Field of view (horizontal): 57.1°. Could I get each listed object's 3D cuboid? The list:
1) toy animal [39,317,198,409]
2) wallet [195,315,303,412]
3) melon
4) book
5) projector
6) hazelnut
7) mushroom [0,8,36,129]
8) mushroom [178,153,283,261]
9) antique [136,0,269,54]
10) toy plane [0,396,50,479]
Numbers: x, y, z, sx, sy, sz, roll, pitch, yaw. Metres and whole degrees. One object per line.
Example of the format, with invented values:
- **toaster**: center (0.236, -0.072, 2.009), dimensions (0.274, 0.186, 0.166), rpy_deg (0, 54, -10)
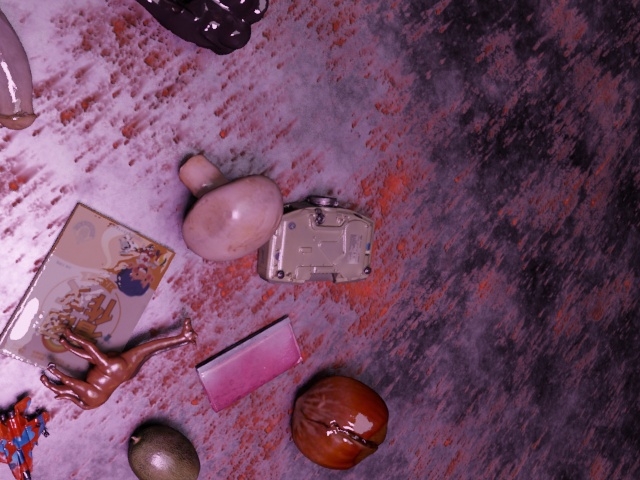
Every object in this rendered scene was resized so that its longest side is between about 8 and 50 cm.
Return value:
- **toy animal**: center (-0.367, 0.215, 1.092), dimensions (0.229, 0.066, 0.224), rpy_deg (29, 81, -23)
- **wallet**: center (-0.149, 0.270, 1.285), dimensions (0.232, 0.025, 0.119), rpy_deg (-27, 110, -27)
- **melon**: center (-0.308, 0.427, 1.155), dimensions (0.114, 0.114, 0.167), rpy_deg (-49, 119, -17)
- **book**: center (-0.427, 0.106, 1.091), dimensions (0.207, 0.020, 0.296), rpy_deg (32, 80, -32)
- **projector**: center (0.000, 0.000, 1.303), dimensions (0.269, 0.088, 0.194), rpy_deg (1, 100, -32)
- **hazelnut**: center (0.041, 0.416, 1.338), dimensions (0.212, 0.181, 0.181), rpy_deg (-57, 141, -1)
- **mushroom**: center (-0.530, -0.305, 0.920), dimensions (0.118, 0.103, 0.270), rpy_deg (-45, 123, -19)
- **mushroom**: center (-0.183, -0.055, 1.144), dimensions (0.206, 0.209, 0.206), rpy_deg (-36, 142, -34)
- **antique**: center (-0.191, -0.502, 1.053), dimensions (0.255, 0.185, 0.322), rpy_deg (40, 72, -29)
- **toy plane**: center (-0.534, 0.376, 1.035), dimensions (0.130, 0.061, 0.189), rpy_deg (-24, 122, -48)
